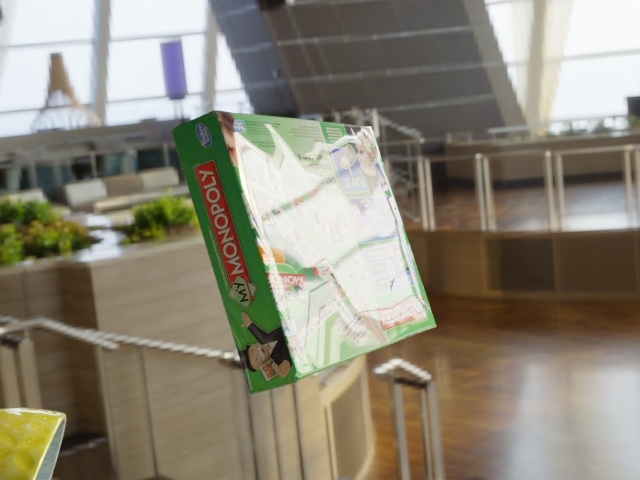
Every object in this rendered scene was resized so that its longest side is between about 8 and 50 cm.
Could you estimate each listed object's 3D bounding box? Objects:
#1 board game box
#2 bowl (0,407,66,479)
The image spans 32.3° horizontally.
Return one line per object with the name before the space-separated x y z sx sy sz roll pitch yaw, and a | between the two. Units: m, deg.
board game box | 0.000 0.000 0.964 0.046 0.214 0.317 -19 -5 24
bowl | -0.357 0.279 1.029 0.156 0.290 0.289 17 6 -6
